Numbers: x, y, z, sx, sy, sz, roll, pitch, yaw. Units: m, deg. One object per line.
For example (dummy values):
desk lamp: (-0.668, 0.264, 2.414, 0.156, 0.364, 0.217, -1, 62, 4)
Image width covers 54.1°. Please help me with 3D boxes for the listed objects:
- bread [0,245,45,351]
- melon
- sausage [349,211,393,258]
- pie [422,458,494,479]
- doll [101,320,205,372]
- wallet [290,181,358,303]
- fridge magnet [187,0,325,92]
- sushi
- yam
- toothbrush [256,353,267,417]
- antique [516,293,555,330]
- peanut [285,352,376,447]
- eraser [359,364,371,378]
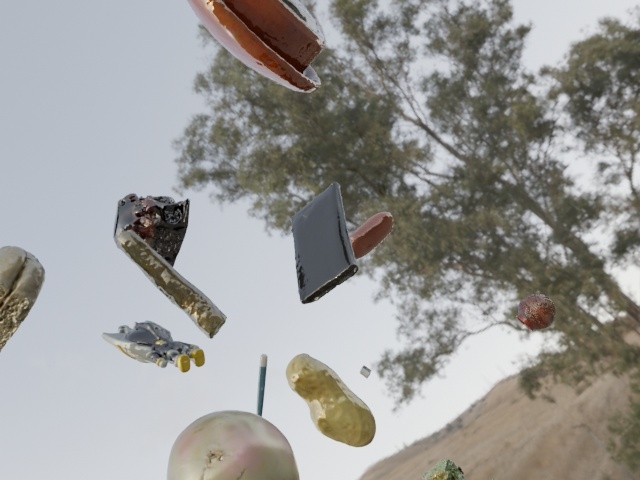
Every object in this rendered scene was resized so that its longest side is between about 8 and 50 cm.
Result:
bread: (-0.589, 0.113, 1.114, 0.102, 0.183, 0.337, 30, -57, -31)
melon: (-0.146, 0.416, 1.086, 0.223, 0.223, 0.317, -34, -32, -15)
sausage: (0.133, -0.014, 1.696, 0.194, 0.077, 0.077, -38, -25, -35)
pie: (0.352, 0.692, 1.544, 0.066, 0.302, 0.303, -8, -43, -43)
doll: (-0.437, 0.278, 1.674, 0.145, 0.316, 0.103, -43, -50, -37)
wallet: (0.001, 0.001, 1.306, 0.146, 0.285, 0.030, -36, -54, 22)
fridge magnet: (-0.126, -0.428, 1.198, 0.155, 0.364, 0.363, -43, -27, 16)
sushi: (-0.399, -0.034, 1.455, 0.150, 0.153, 0.172, 8, -18, -23)
yam: (-0.296, 0.084, 1.236, 0.061, 0.274, 0.061, -47, -8, -8)
toothbrush: (-0.151, 0.418, 1.560, 0.019, 0.025, 0.276, 4, -88, -15)
antique: (0.586, 0.192, 1.694, 0.104, 0.104, 0.104, -31, -30, -20)
peanut: (0.024, 0.453, 1.745, 0.147, 0.319, 0.147, -43, -2, -1)
eraser: (0.112, 0.328, 1.561, 0.019, 0.027, 0.099, -56, -7, -2)
